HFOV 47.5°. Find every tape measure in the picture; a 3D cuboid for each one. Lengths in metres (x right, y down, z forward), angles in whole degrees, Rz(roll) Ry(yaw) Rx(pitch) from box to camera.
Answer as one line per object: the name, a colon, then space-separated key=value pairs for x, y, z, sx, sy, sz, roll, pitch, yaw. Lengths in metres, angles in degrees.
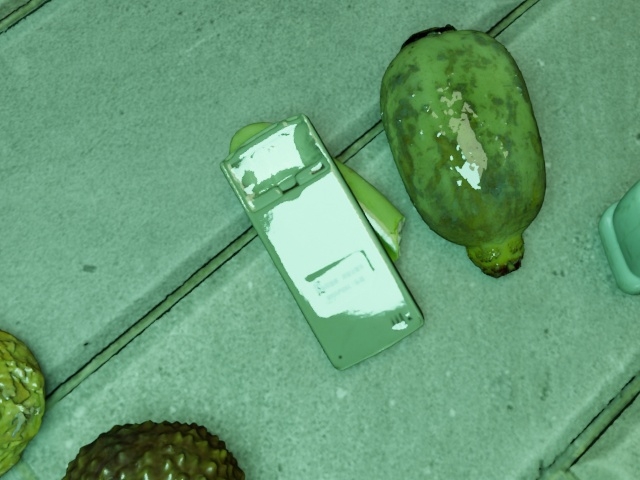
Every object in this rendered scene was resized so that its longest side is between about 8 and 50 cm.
tape measure: x=0.451 y=-0.033 z=0.807 sx=0.243 sy=0.246 sz=0.125 roll=-14 pitch=69 yaw=0

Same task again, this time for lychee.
lychee: x=-0.165 y=0.263 z=0.705 sx=0.200 sy=0.200 sz=0.238 roll=1 pitch=31 yaw=-2

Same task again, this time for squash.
squash: x=-0.001 y=-0.061 z=0.876 sx=0.250 sy=0.083 sz=0.083 roll=33 pitch=74 yaw=6

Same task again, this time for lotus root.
lotus root: x=0.176 y=-0.109 z=0.861 sx=0.173 sy=0.173 sz=0.309 roll=-17 pitch=80 yaw=-7

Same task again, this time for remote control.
remote control: x=0.000 y=0.000 z=0.827 sx=0.123 sy=0.038 sz=0.285 roll=-32 pitch=89 yaw=8

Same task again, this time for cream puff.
cream puff: x=-0.382 y=0.175 z=0.760 sx=0.189 sy=0.129 sz=0.189 roll=0 pitch=75 yaw=0
